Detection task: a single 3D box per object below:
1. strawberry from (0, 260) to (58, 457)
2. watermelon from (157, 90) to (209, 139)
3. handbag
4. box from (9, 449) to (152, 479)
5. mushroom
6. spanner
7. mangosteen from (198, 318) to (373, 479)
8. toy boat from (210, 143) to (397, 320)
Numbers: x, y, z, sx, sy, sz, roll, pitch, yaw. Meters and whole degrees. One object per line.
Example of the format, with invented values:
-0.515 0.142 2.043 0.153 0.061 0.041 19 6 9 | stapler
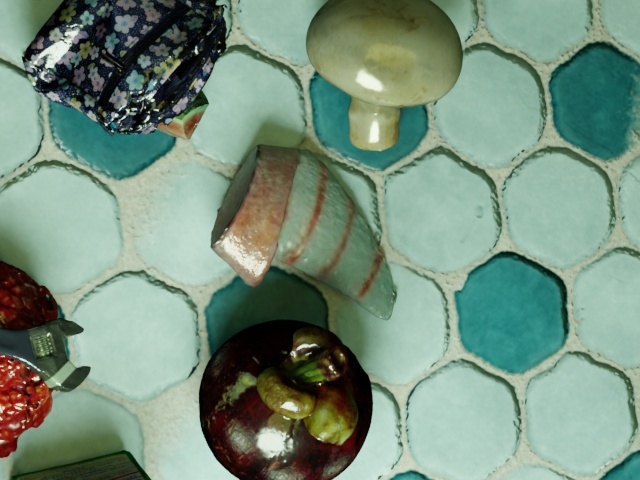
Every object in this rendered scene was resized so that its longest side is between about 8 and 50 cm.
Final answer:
-0.441 0.148 1.712 0.274 0.220 0.274 0 88 -10 | strawberry
-0.195 -0.174 1.873 0.084 0.072 0.092 30 43 0 | watermelon
-0.237 -0.241 1.802 0.208 0.127 0.229 33 76 19 | handbag
-0.286 0.337 1.728 0.180 0.250 0.103 -12 97 -15 | box
0.090 -0.237 1.888 0.206 0.206 0.209 -38 139 -12 | mushroom
-0.396 0.100 1.615 0.316 0.024 0.087 19 64 -35 | spanner
-0.034 0.196 1.790 0.228 0.265 0.228 9 61 -18 | mangosteen
0.000 0.000 1.904 0.282 0.096 0.206 31 67 -20 | toy boat
